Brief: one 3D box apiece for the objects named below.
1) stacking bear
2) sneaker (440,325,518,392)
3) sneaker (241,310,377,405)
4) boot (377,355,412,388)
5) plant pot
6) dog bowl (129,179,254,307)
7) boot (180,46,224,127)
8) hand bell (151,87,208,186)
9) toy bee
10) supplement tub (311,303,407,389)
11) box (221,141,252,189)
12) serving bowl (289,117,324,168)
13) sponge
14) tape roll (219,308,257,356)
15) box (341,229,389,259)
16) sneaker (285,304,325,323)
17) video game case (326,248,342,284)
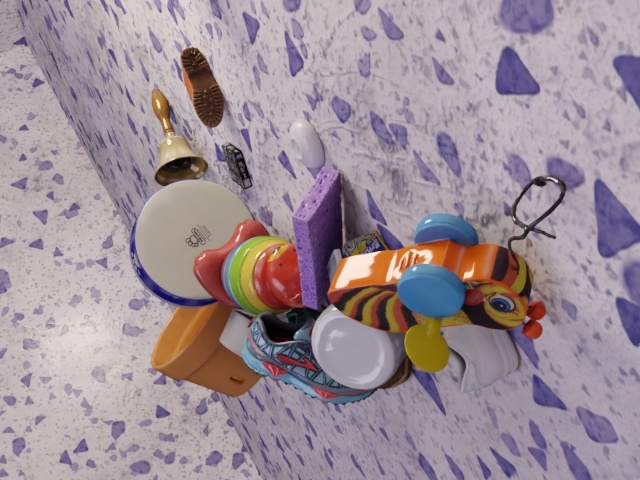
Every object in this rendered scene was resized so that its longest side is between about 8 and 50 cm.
[{"bbox_3d":[-0.087,0.062,1.566,0.164,0.175,0.289,59,155,-17],"label":"stacking bear"},{"bbox_3d":[0.156,0.083,1.024,0.212,0.094,0.080,63,163,4],"label":"sneaker"},{"bbox_3d":[-0.015,0.204,1.500,0.262,0.104,0.125,16,121,9],"label":"sneaker"},{"bbox_3d":[0.082,0.177,1.318,0.112,0.115,0.305,56,161,18],"label":"boot"},{"bbox_3d":[-0.230,0.232,1.982,0.203,0.291,0.291,38,169,-19],"label":"plant pot"},{"bbox_3d":[-0.270,0.007,1.796,0.265,0.265,0.104,62,158,4],"label":"dog bowl"},{"bbox_3d":[-0.231,-0.290,1.635,0.084,0.059,0.157,158,94,-74],"label":"boot"},{"bbox_3d":[-0.356,-0.259,1.978,0.126,0.126,0.242,103,151,-62],"label":"hand bell"},{"bbox_3d":[0.156,0.060,0.899,0.162,0.195,0.298,45,158,-24],"label":"toy bee"},{"bbox_3d":[0.076,0.099,1.089,0.117,0.190,0.117,11,117,22],"label":"supplement tub"},{"bbox_3d":[-0.170,-0.151,1.702,0.067,0.018,0.083,36,147,54],"label":"box"},{"bbox_3d":[-0.026,-0.148,1.310,0.083,0.027,0.083,53,158,32],"label":"serving bowl"},{"bbox_3d":[0.000,0.000,1.305,0.031,0.117,0.210,16,141,17],"label":"sponge"},{"bbox_3d":[-0.091,0.214,1.696,0.219,0.072,0.219,26,179,1],"label":"tape roll"},{"bbox_3d":[0.064,0.057,1.288,0.054,0.059,0.169,56,160,26],"label":"box"},{"bbox_3d":[-0.011,0.164,1.604,0.166,0.076,0.065,29,142,59],"label":"sneaker"},{"bbox_3d":[0.033,0.083,1.256,0.087,0.011,0.122,111,146,-70],"label":"video game case"}]
